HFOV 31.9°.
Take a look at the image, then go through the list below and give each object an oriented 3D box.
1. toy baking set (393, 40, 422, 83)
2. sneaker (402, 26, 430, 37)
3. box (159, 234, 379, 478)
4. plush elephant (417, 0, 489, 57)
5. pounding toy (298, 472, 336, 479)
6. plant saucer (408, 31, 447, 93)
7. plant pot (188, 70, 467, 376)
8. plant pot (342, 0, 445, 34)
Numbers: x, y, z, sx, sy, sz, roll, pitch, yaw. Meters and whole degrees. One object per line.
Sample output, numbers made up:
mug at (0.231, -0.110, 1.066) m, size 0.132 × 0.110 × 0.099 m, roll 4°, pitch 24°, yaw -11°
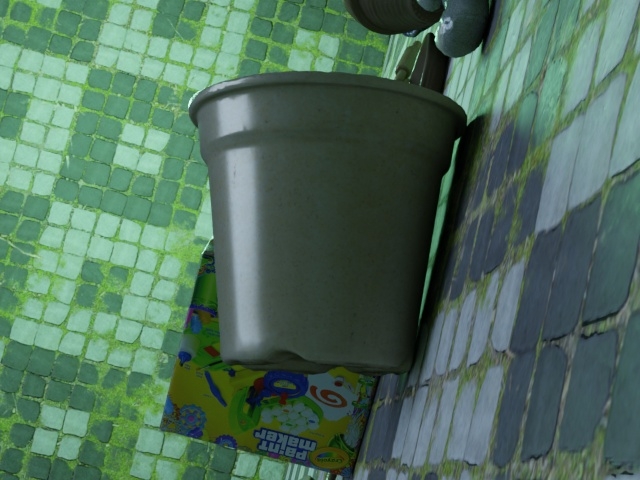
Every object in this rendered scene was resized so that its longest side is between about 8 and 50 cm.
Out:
toy baking set at (0.150, -0.270, 2.075) m, size 0.256 × 0.030 × 0.197 m, roll -65°, pitch -11°, yaw -47°
sneaker at (0.152, -0.436, 1.801) m, size 0.125 × 0.104 × 0.262 m, roll -49°, pitch -36°, yaw -25°
box at (-0.059, 0.164, 1.670) m, size 0.177 × 0.290 × 0.279 m, roll -82°, pitch 8°, yaw -77°
plush elephant at (0.103, -0.441, 1.404) m, size 0.330 × 0.255 × 0.272 m, roll -88°, pitch 10°, yaw -47°
pounding toy at (-0.025, 0.460, 1.775) m, size 0.237 × 0.110 × 0.183 m, roll -44°, pitch 0°, yaw 19°
plant saucer at (0.158, -0.203, 1.845) m, size 0.278 × 0.041 × 0.278 m, roll -165°, pitch 90°, yaw -89°
plant pot at (0.000, 0.000, 1.313) m, size 0.334 × 0.333 × 0.306 m, roll 112°, pitch 161°, yaw -79°
plant pot at (0.154, -0.405, 1.689) m, size 0.110 × 0.237 × 0.237 m, roll 46°, pitch 134°, yaw 38°
